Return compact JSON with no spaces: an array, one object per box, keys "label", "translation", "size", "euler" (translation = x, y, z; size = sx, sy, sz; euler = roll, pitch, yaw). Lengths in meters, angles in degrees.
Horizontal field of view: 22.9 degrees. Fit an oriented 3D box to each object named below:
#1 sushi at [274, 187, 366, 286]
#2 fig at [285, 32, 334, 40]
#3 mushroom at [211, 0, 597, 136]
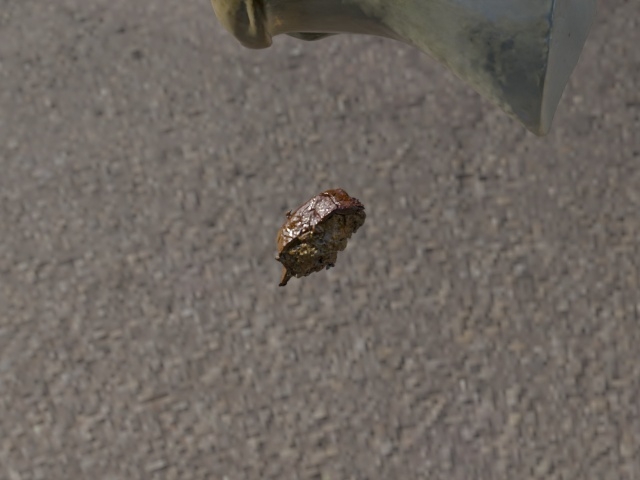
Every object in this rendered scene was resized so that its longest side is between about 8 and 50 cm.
[{"label":"sushi","translation":[-0.003,-0.001,1.464],"size":[0.061,0.118,0.060],"euler":[12,41,-25]},{"label":"fig","translation":[-0.022,-0.307,1.893],"size":[0.167,0.167,0.233],"euler":[15,49,32]},{"label":"mushroom","translation":[0.073,-0.245,1.609],"size":[0.397,0.126,0.177],"euler":[19,83,24]}]
